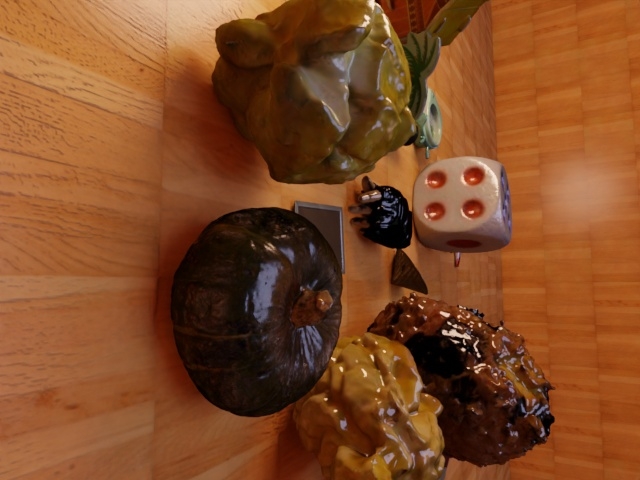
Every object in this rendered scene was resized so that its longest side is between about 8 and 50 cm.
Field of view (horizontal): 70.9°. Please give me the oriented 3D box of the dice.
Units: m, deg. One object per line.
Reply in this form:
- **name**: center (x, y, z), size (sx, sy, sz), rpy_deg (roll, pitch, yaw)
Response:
- **dice**: center (0.452, -0.107, 1.416), size (0.243, 0.260, 0.251), rpy_deg (33, 59, -57)

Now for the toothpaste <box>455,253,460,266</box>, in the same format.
- **toothpaste**: center (0.557, 0.013, 1.819), size (0.048, 0.031, 0.190), rpy_deg (4, 86, -64)

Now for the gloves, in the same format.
- **gloves**: center (0.138, -0.062, 1.020), size (0.203, 0.124, 0.164), rpy_deg (23, 49, -66)

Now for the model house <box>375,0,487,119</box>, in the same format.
- **model house**: center (0.228, -0.436, 0.932), size (0.301, 0.324, 0.339), rpy_deg (-25, 111, -40)

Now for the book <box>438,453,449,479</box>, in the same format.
- **book**: center (0.213, 0.515, 1.048), size (0.232, 0.162, 0.022), rpy_deg (-42, 154, -53)

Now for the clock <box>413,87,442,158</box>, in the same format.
- **clock**: center (0.333, -0.364, 1.426), size (0.159, 0.066, 0.210), rpy_deg (50, 46, -46)

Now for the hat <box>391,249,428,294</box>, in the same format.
- **hat**: center (0.214, 0.096, 1.183), size (0.145, 0.067, 0.146), rpy_deg (60, -3, 5)

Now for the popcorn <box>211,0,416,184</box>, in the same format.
- **popcorn**: center (-0.014, -0.200, 0.611), size (0.225, 0.277, 0.276), rpy_deg (45, 49, -56)

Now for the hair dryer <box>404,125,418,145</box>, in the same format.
- **hair dryer**: center (0.208, -0.388, 1.215), size (0.114, 0.071, 0.247), rpy_deg (4, 80, -60)

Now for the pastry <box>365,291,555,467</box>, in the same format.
- **pastry**: center (0.254, 0.276, 0.942), size (0.337, 0.405, 0.292), rpy_deg (42, 65, -15)

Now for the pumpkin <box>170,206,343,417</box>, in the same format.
- **pumpkin**: center (-0.060, 0.082, 0.570), size (0.260, 0.190, 0.259), rpy_deg (14, 74, -58)

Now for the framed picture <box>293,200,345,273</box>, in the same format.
- **framed picture**: center (0.000, 0.000, 0.861), size (0.183, 0.011, 0.141), rpy_deg (-1, 88, -60)

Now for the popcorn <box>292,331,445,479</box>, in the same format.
- **popcorn**: center (0.081, 0.312, 0.711), size (0.265, 0.225, 0.332), rpy_deg (51, 18, -27)
